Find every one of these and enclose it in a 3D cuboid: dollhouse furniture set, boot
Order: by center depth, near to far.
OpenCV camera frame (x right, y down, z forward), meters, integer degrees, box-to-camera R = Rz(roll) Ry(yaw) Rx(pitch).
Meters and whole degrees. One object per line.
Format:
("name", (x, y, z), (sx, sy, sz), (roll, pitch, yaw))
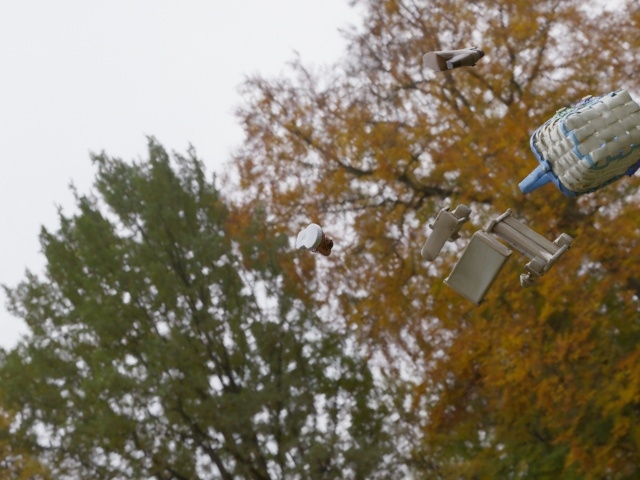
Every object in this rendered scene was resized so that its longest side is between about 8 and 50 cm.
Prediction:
("boot", (0.288, -0.392, 1.701), (0.087, 0.118, 0.042), (-26, -57, -24))
("dollhouse furniture set", (0.481, 0.024, 2.192), (0.355, 0.303, 0.174), (-24, -34, -53))

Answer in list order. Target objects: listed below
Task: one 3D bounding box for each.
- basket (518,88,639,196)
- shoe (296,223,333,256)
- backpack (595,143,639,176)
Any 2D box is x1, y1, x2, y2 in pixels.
("basket", (0.613, -0.212, 1.841), (0.255, 0.201, 0.289), (-26, -17, -16))
("shoe", (0.000, 0.000, 2.020), (0.081, 0.063, 0.178), (12, -9, -15))
("backpack", (0.757, -0.232, 2.032), (0.098, 0.120, 0.101), (-38, -55, -31))
